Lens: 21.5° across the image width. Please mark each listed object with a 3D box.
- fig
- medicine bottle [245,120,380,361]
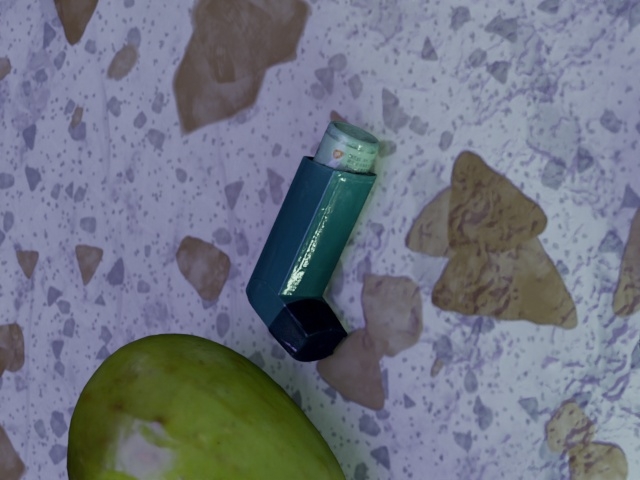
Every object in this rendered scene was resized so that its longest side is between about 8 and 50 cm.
[{"bbox_3d":[-0.121,0.254,1.866,0.326,0.258,0.258,28,107,21],"label":"fig"},{"bbox_3d":[0.000,0.000,1.881,0.124,0.079,0.258,34,109,37],"label":"medicine bottle"}]
